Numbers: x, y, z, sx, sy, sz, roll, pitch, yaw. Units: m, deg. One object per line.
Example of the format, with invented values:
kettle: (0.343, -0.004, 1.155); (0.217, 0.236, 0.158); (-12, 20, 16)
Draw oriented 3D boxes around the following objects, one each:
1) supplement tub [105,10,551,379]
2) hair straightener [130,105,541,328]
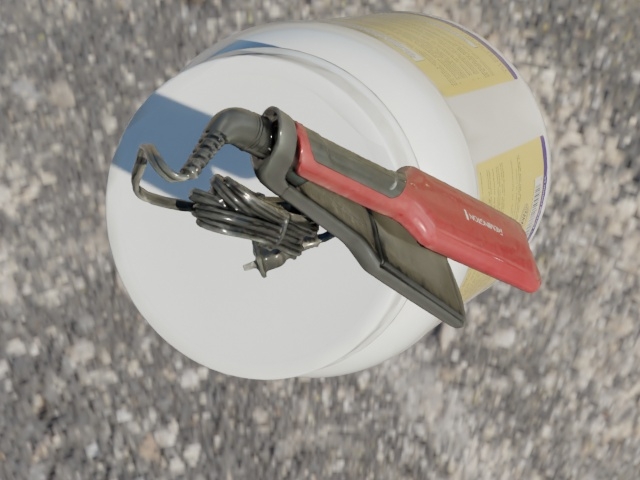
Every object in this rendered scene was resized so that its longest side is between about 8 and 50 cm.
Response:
supplement tub: (0.015, -0.038, 1.130); (0.241, 0.331, 0.241); (4, 100, 21)
hair straightener: (0.000, 0.000, 0.661); (0.089, 0.230, 0.047); (-30, 63, 27)
